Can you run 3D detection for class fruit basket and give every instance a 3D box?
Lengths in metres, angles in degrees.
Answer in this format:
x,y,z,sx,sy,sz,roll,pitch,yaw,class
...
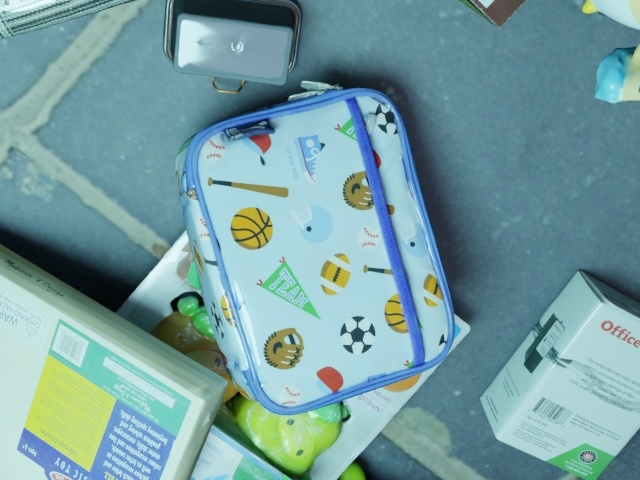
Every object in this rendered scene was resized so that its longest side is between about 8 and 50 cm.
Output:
x,y,z,sx,sy,sz,roll,pitch,yaw,class
-0.059,0.139,0.988,0.327,0.165,0.353,40,100,-18,fruit basket

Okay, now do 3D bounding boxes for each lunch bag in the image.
x,y,z,sx,sy,sz,roll,pitch,yaw,class
0.000,0.000,0.893,0.243,0.115,0.303,-15,93,-17,lunch bag

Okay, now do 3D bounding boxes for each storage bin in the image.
x,y,z,sx,sy,sz,roll,pitch,yaw,class
-0.085,-0.185,0.875,0.135,0.091,0.098,6,114,-8,storage bin

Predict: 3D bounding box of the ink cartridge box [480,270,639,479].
x,y,z,sx,sy,sz,roll,pitch,yaw,class
0.313,0.160,1.077,0.153,0.087,0.208,27,110,-17,ink cartridge box

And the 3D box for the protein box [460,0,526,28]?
x,y,z,sx,sy,sz,roll,pitch,yaw,class
0.151,-0.318,0.777,0.136,0.199,0.201,38,105,-22,protein box

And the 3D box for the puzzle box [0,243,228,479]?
x,y,z,sx,sy,sz,roll,pitch,yaw,class
-0.311,0.159,0.925,0.409,0.052,0.272,29,111,15,puzzle box

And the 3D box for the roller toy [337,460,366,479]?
x,y,z,sx,sy,sz,roll,pitch,yaw,class
0.040,0.395,1.099,0.146,0.191,0.209,17,112,-14,roller toy

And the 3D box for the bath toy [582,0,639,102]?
x,y,z,sx,sy,sz,roll,pitch,yaw,class
0.221,-0.271,0.634,0.129,0.151,0.348,-2,123,32,bath toy

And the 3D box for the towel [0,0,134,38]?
x,y,z,sx,sy,sz,roll,pitch,yaw,class
-0.271,-0.350,0.800,0.312,0.056,0.324,-16,114,1,towel
